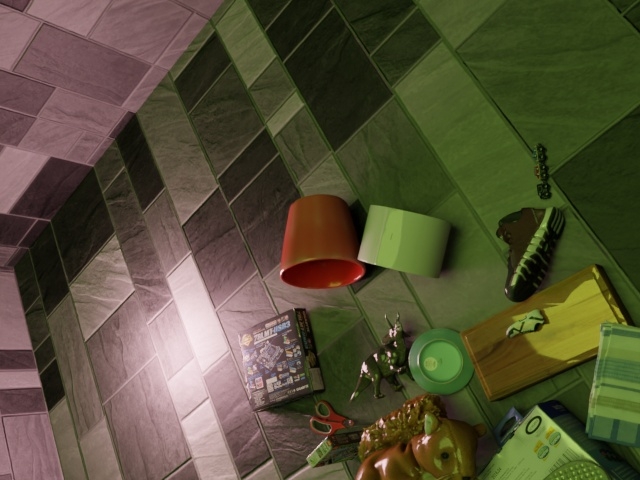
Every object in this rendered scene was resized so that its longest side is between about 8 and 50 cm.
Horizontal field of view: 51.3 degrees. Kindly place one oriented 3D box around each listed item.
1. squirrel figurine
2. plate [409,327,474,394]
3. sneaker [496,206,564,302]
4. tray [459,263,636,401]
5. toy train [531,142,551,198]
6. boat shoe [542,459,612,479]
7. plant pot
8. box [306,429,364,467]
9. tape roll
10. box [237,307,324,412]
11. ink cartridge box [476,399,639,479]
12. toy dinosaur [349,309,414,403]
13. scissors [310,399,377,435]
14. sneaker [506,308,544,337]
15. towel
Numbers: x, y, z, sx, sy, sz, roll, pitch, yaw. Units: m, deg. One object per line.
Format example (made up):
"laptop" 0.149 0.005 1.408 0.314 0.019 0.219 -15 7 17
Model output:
"squirrel figurine" 0.256 0.562 1.754 0.396 0.281 0.370 -100 32 -54
"plate" 0.344 0.345 1.899 0.188 0.024 0.188 -3 79 17
"sneaker" 0.526 0.029 1.784 0.163 0.106 0.281 15 68 49
"tray" 0.582 0.247 1.732 0.411 0.076 0.202 -35 62 31
"toy train" 0.602 -0.189 1.819 0.036 0.027 0.158 -15 73 48
"boat shoe" 0.512 0.727 1.475 0.187 0.156 0.499 17 80 42
"plant pot" 0.000 0.000 2.142 0.275 0.275 0.243 -22 61 35
"box" 0.063 0.625 2.005 0.114 0.207 0.036 -51 55 21
"tape roll" 0.244 0.002 1.938 0.246 0.246 0.169 14 91 40
"box" -0.143 0.415 2.297 0.296 0.073 0.293 -27 66 33
"ink cartridge box" 0.578 0.582 1.628 0.395 0.151 0.270 44 111 33
"toy dinosaur" 0.196 0.378 2.019 0.313 0.121 0.160 -54 42 25
"scissors" 0.087 0.590 2.117 0.297 0.021 0.108 7 85 39
"sneaker" 0.526 0.222 1.709 0.109 0.040 0.043 -43 60 26
"towel" 0.743 0.342 1.554 0.210 0.034 0.284 8 95 14
